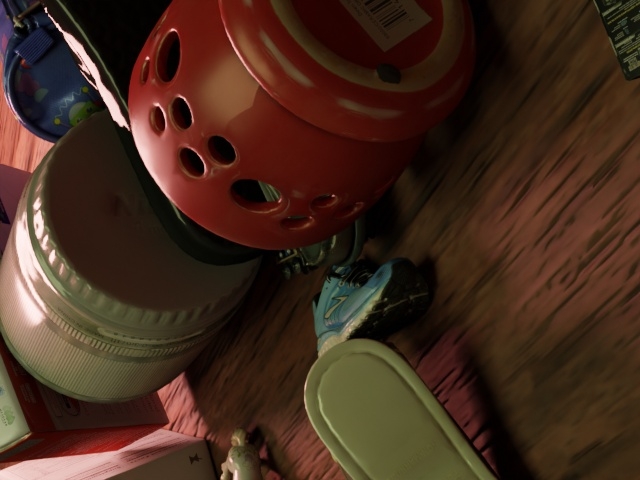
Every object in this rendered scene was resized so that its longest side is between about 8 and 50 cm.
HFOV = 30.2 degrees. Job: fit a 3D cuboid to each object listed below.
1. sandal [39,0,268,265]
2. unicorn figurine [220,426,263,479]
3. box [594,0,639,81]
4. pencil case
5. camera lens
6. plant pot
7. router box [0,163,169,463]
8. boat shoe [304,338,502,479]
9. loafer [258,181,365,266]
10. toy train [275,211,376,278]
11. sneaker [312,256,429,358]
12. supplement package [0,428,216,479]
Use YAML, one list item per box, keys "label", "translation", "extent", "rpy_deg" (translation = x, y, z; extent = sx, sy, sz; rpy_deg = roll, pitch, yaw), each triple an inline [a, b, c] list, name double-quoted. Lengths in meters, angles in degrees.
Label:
- label: "sandal"
  translation: [-0.159, -0.181, 1.011]
  extent: [0.107, 0.167, 0.446]
  rpy_deg: [-34, 76, 61]
- label: "unicorn figurine"
  translation: [-0.067, 0.265, 1.218]
  extent: [0.162, 0.060, 0.111]
  rpy_deg: [59, 150, 23]
- label: "box"
  translation: [0.172, -0.126, 0.592]
  extent: [0.083, 0.018, 0.067]
  rpy_deg: [-32, 77, 62]
- label: "pencil case"
  translation: [-0.274, -0.207, 1.188]
  extent: [0.133, 0.119, 0.306]
  rpy_deg: [55, 180, -34]
- label: "camera lens"
  translation: [-0.184, 0.021, 1.117]
  extent: [0.219, 0.219, 0.274]
  rpy_deg: [66, 152, 13]
- label: "plant pot"
  translation: [-0.011, -0.110, 0.757]
  extent: [0.191, 0.191, 0.174]
  rpy_deg: [66, 150, 12]
- label: "router box"
  translation: [-0.328, 0.073, 1.319]
  extent: [0.335, 0.082, 0.301]
  rpy_deg: [64, -166, 14]
- label: "boat shoe"
  translation: [0.093, 0.204, 0.849]
  extent: [0.305, 0.109, 0.091]
  rpy_deg: [57, 179, 6]
- label: "loafer"
  translation: [-0.043, -0.102, 0.905]
  extent: [0.096, 0.084, 0.268]
  rpy_deg: [-36, 66, 58]
- label: "toy train"
  translation: [0.000, 0.000, 0.975]
  extent: [0.158, 0.027, 0.036]
  rpy_deg: [-30, 75, 61]
- label: "sneaker"
  translation: [0.026, 0.044, 0.917]
  extent: [0.162, 0.063, 0.073]
  rpy_deg: [-45, 63, 60]
- label: "supplement package"
  translation: [-0.250, 0.357, 1.459]
  extent: [0.262, 0.198, 0.199]
  rpy_deg: [-7, 99, 62]
